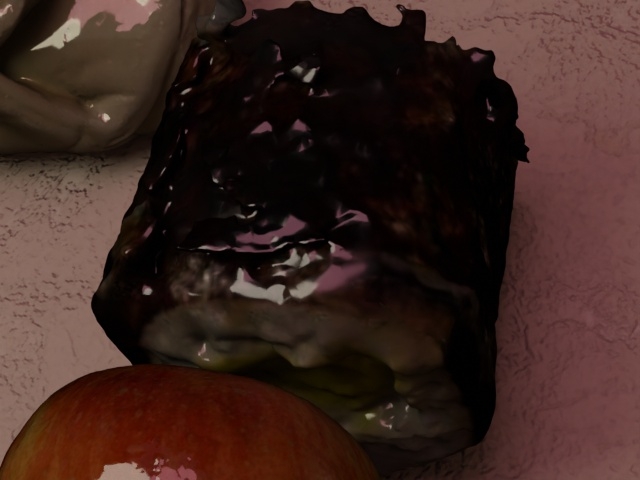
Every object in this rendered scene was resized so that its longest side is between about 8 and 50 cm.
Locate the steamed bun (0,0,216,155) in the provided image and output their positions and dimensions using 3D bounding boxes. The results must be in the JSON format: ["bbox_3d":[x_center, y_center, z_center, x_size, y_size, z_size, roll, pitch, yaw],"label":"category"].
[{"bbox_3d":[-0.271,-0.254,1.668,0.367,0.255,0.342,-3,60,-2],"label":"steamed bun"}]

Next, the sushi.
[{"bbox_3d":[0.000,-0.001,1.450,0.299,0.281,0.294,11,60,3],"label":"sushi"}]

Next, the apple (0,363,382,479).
[{"bbox_3d":[-0.094,0.232,1.315,0.301,0.301,0.302,-6,56,10],"label":"apple"}]
